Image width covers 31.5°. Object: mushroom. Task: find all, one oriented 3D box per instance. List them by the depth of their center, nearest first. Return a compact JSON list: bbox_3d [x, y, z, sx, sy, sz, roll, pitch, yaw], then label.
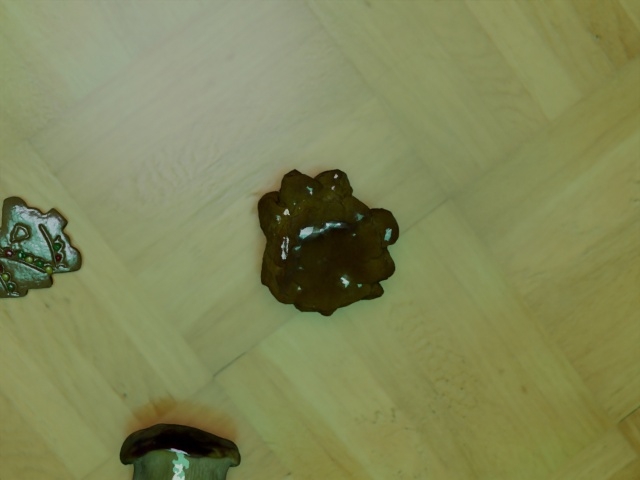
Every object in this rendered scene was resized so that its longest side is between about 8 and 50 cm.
[{"bbox_3d":[-0.118,0.301,0.930,0.100,0.081,0.312,2,97,0],"label":"mushroom"}]

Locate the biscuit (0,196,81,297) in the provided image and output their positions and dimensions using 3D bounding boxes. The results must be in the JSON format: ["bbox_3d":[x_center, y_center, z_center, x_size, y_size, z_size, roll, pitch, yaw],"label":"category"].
[{"bbox_3d":[-0.243,0.011,0.921,0.092,0.016,0.082,-44,99,-2],"label":"biscuit"}]

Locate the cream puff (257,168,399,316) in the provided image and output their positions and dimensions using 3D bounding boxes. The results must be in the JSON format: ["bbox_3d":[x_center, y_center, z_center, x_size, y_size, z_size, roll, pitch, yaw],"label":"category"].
[{"bbox_3d":[0.000,0.000,0.911,0.116,0.094,0.122,-41,121,2],"label":"cream puff"}]
